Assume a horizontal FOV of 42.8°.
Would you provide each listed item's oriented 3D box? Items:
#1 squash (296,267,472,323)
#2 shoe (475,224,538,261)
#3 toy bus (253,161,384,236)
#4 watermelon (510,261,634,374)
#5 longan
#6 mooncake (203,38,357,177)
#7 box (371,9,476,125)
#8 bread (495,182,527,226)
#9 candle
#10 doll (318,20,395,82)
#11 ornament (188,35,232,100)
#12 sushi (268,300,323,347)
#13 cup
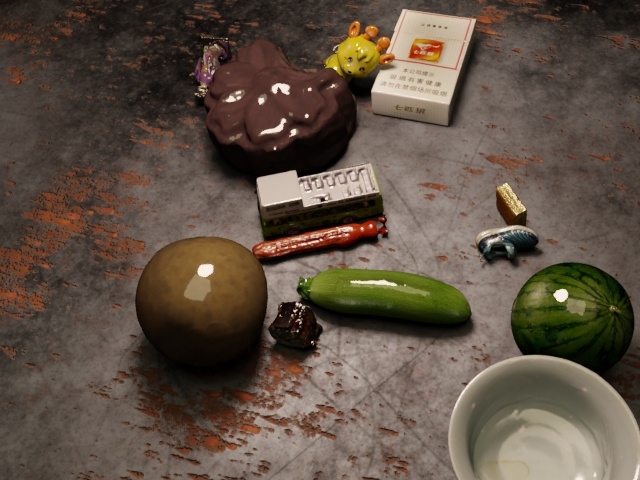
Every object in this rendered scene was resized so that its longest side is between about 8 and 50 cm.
[{"bbox_3d":[0.138,0.118,1.810,0.395,0.107,0.107,7,57,12],"label":"squash"},{"bbox_3d":[0.430,0.009,1.876,0.143,0.064,0.071,-6,55,5],"label":"shoe"},{"bbox_3d":[-0.005,-0.103,1.955,0.301,0.139,0.113,-12,58,-4],"label":"toy bus"},{"bbox_3d":[0.509,0.161,1.657,0.242,0.242,0.242,-3,56,4],"label":"watermelon"},{"bbox_3d":[-0.252,0.123,1.758,0.297,0.297,0.297,-3,56,4],"label":"longan"},{"bbox_3d":[-0.115,-0.335,2.096,0.381,0.212,0.351,21,67,22],"label":"mooncake"},{"bbox_3d":[0.281,-0.472,2.203,0.210,0.095,0.330,13,57,14],"label":"box"},{"bbox_3d":[0.446,-0.073,1.912,0.035,0.090,0.094,-24,57,-4],"label":"bread"},{"bbox_3d":[0.000,0.000,1.942,0.329,0.048,0.051,-12,42,-1],"label":"candle"},{"bbox_3d":[0.094,-0.480,2.147,0.143,0.221,0.135,39,48,-15],"label":"doll"},{"bbox_3d":[-0.322,-0.475,2.278,0.081,0.088,0.203,11,60,15],"label":"ornament"},{"bbox_3d":[-0.058,0.190,1.802,0.094,0.098,0.084,1,50,30],"label":"sushi"},{"bbox_3d":[0.412,0.407,1.544,0.347,0.163,0.347,-3,58,4],"label":"cup"}]
